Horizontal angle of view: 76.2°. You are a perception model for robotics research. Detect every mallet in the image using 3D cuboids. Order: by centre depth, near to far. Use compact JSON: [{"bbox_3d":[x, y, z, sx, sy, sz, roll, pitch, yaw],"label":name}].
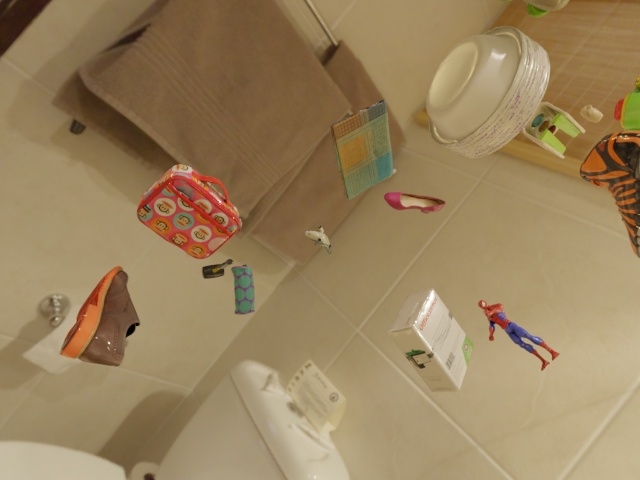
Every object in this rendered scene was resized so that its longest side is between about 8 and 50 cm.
[{"bbox_3d":[-0.269,0.074,1.131,0.062,0.039,0.189,-7,-9,-38],"label":"mallet"}]

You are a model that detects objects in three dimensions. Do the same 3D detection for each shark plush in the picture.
[{"bbox_3d":[0.000,0.000,1.654,0.161,0.067,0.073,36,43,-53],"label":"shark plush"}]

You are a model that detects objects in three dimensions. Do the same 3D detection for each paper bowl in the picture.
[{"bbox_3d":[0.357,-0.347,0.945,0.147,0.285,0.284,19,7,-22],"label":"paper bowl"}]

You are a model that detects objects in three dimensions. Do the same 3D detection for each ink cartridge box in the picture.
[{"bbox_3d":[0.296,0.263,1.083,0.092,0.160,0.220,-26,-75,46],"label":"ink cartridge box"}]

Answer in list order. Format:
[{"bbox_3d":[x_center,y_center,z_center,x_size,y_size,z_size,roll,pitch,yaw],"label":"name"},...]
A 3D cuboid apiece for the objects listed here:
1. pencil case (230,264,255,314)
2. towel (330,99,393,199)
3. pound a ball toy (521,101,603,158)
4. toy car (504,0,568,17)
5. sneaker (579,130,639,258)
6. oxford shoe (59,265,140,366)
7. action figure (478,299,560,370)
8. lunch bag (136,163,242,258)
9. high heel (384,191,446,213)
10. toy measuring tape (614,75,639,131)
[{"bbox_3d":[-0.241,0.153,1.265,0.070,0.152,0.064,-3,1,23],"label":"pencil case"},{"bbox_3d":[0.187,-0.380,1.745,0.040,0.271,0.371,46,-20,44],"label":"towel"},{"bbox_3d":[0.889,-0.441,1.516,0.318,0.208,0.136,2,37,-46],"label":"pound a ball toy"},{"bbox_3d":[0.458,-0.567,0.792,0.148,0.189,0.155,29,16,1],"label":"toy car"},{"bbox_3d":[0.734,-0.113,0.970,0.180,0.124,0.322,-130,-161,-64],"label":"sneaker"},{"bbox_3d":[-0.395,0.141,0.771,0.098,0.097,0.271,35,13,-25],"label":"oxford shoe"},{"bbox_3d":[0.613,0.305,1.332,0.138,0.092,0.280,-15,49,-37],"label":"action figure"},{"bbox_3d":[-0.408,-0.098,1.330,0.293,0.258,0.120,42,17,-35],"label":"lunch bag"},{"bbox_3d":[0.388,-0.163,1.677,0.243,0.082,0.117,18,-20,-16],"label":"high heel"},{"bbox_3d":[0.981,-0.343,1.279,0.121,0.121,0.331,-142,-137,-61],"label":"toy measuring tape"}]
